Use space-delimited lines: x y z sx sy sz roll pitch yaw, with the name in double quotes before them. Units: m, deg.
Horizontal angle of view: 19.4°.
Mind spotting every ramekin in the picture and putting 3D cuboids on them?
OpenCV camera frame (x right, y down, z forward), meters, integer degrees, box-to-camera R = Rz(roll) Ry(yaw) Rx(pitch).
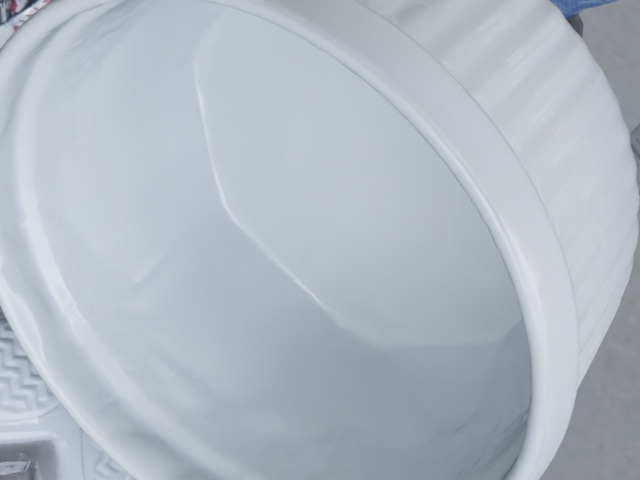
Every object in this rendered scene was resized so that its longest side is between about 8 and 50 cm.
"ramekin" 0.002 -0.009 0.595 0.109 0.207 0.207 -45 137 -44

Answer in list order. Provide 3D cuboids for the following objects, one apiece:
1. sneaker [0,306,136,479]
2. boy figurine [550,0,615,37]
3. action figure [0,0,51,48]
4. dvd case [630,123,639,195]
"sneaker" -0.140 0.101 0.700 0.269 0.153 0.101 -38 95 -26
"boy figurine" 0.215 -0.199 0.984 0.285 0.177 0.092 -24 130 39
"action figure" -0.221 -0.189 0.766 0.370 0.275 0.248 30 137 -1
"dvd case" 0.276 -0.077 0.993 0.030 0.179 0.238 31 111 -32
